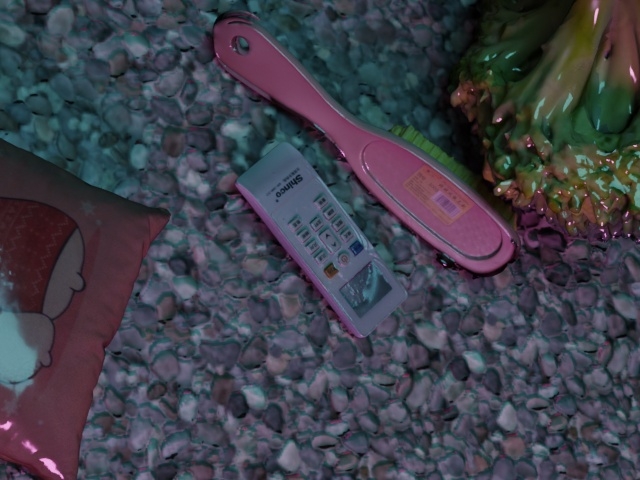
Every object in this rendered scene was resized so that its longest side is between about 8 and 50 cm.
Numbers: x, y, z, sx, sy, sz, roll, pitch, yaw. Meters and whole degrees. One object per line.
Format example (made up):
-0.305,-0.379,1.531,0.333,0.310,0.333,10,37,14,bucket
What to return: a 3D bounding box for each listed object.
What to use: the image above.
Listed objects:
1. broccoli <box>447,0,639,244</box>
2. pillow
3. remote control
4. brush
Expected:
0.227,-0.166,1.202,0.274,0.397,0.353,-24,89,-6,broccoli
-0.236,0.035,1.086,0.223,0.084,0.236,27,68,-16,pillow
0.000,0.000,1.238,0.061,0.029,0.162,-40,98,-27,remote control
0.041,-0.087,1.273,0.313,0.072,0.067,38,40,-6,brush
